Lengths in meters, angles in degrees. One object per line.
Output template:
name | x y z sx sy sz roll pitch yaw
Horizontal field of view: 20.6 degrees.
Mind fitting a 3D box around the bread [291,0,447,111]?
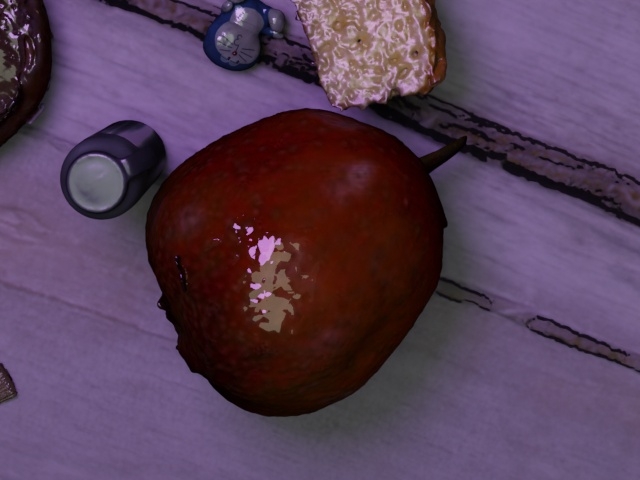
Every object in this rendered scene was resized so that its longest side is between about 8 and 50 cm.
bread | 0.037 -0.241 1.748 0.143 0.139 0.229 -18 92 5

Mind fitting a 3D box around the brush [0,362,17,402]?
brush | -0.409 0.185 1.905 0.170 0.014 0.043 -26 99 8

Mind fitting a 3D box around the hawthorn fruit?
hawthorn fruit | 0.000 0.000 1.742 0.369 0.285 0.285 -38 96 -14

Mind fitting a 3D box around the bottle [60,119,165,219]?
bottle | -0.196 -0.074 1.728 0.096 0.254 0.079 -23 97 5

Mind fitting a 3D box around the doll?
doll | -0.080 -0.213 1.803 0.076 0.050 0.083 26 99 -20

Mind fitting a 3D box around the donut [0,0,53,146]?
donut | -0.398 -0.201 1.794 0.269 0.103 0.270 1 98 5
